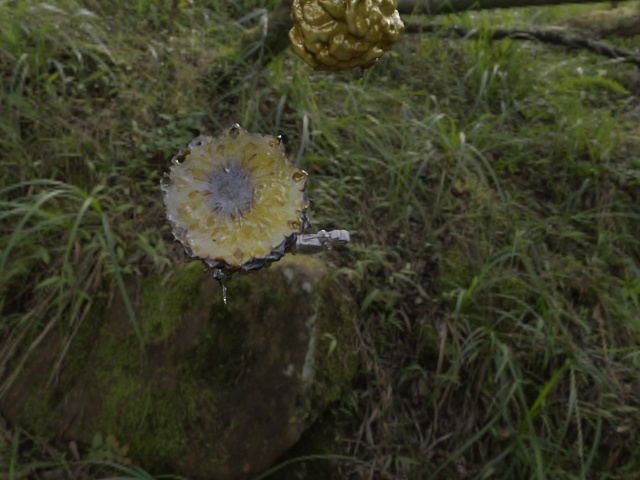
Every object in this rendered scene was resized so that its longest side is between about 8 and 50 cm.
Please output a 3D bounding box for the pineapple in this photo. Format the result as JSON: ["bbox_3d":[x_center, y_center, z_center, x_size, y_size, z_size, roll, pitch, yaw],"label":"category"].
[{"bbox_3d":[-0.143,-0.028,1.148,0.262,0.262,0.271,4,-18,-4],"label":"pineapple"}]

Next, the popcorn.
[{"bbox_3d":[0.044,-0.330,0.941,0.140,0.163,0.194,-2,7,44],"label":"popcorn"}]

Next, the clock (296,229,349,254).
[{"bbox_3d":[0.000,0.000,1.474,0.129,0.041,0.087,-12,-23,21],"label":"clock"}]
